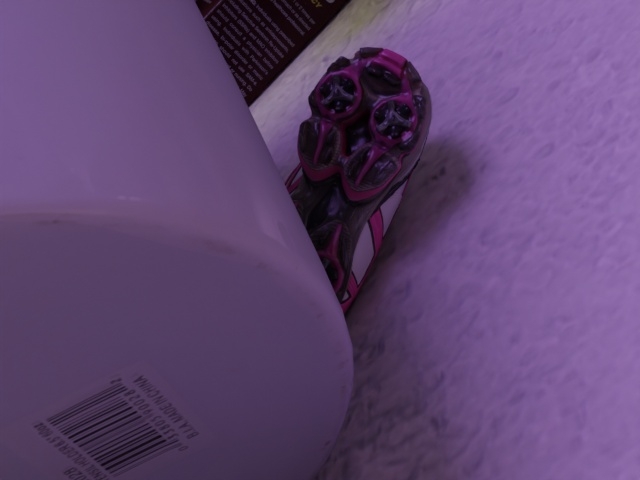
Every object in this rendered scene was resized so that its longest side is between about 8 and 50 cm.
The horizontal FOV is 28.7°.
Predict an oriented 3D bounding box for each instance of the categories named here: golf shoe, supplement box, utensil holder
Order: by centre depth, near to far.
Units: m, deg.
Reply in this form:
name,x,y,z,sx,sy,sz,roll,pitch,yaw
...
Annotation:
name,x,y,z,sx,sy,sz,roll,pitch,yaw
utensil holder,-0.201,-0.043,0.513,0.327,0.327,0.386,-38,54,15
golf shoe,0.000,0.000,0.607,0.186,0.067,0.086,-57,-15,0
supplement box,-0.096,-0.131,0.908,0.239,0.073,0.130,-47,28,-1
